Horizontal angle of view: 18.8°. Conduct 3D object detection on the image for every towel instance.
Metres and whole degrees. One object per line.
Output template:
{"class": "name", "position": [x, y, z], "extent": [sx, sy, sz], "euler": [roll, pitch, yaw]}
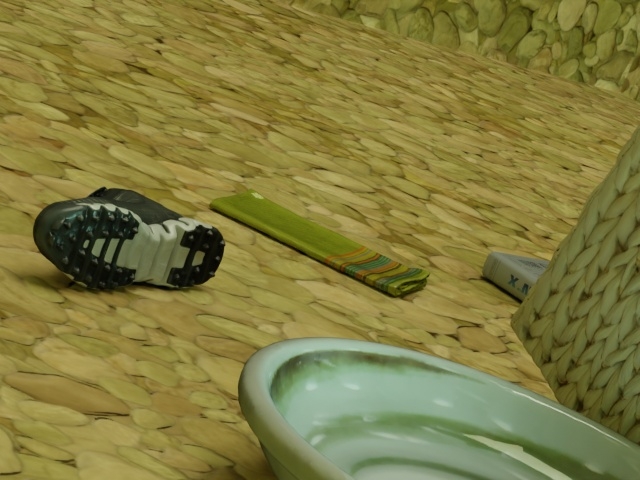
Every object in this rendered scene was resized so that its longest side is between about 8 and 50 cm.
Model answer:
{"class": "towel", "position": [0.000, 0.000, 2.115], "extent": [0.237, 0.021, 0.102], "euler": [26, 13, 18]}

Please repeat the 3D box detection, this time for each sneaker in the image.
{"class": "sneaker", "position": [-0.192, -0.006, 1.735], "extent": [0.106, 0.078, 0.234], "euler": [26, 10, 32]}

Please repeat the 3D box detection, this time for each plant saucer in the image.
{"class": "plant saucer", "position": [0.119, 0.197, 1.352], "extent": [0.400, 0.100, 0.400], "euler": [20, 14, -5]}

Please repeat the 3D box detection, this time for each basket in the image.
{"class": "basket", "position": [0.384, 0.040, 1.564], "extent": [0.328, 0.331, 0.266], "euler": [-17, 60, -32]}

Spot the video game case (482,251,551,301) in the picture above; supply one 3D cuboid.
{"class": "video game case", "position": [0.397, 0.106, 2.278], "extent": [0.329, 0.036, 0.300], "euler": [10, 17, -41]}
